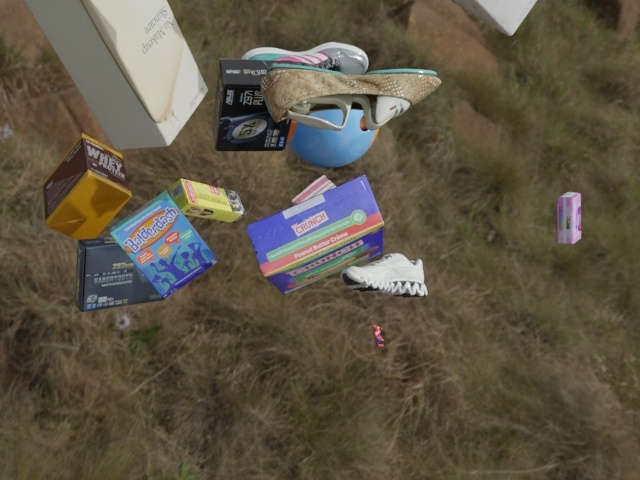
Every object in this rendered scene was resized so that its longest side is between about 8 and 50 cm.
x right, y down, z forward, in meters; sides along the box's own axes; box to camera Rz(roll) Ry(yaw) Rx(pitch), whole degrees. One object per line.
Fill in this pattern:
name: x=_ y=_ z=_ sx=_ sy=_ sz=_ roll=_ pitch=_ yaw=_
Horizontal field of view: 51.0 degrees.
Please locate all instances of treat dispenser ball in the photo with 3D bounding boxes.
treat dispenser ball: x=0.026 y=-0.349 z=1.880 sx=0.288 sy=0.288 sz=0.288 roll=16 pitch=50 yaw=-20

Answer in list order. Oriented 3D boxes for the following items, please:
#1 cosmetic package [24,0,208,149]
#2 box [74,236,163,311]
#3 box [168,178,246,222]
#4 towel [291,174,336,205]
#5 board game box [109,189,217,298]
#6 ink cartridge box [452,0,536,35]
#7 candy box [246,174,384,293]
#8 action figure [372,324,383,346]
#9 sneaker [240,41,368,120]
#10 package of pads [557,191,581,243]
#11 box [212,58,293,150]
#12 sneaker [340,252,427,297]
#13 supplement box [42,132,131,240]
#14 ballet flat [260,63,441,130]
cosmetic package: x=-0.298 y=-0.303 z=0.983 sx=0.113 sy=0.309 sz=0.160 roll=0 pitch=47 yaw=25
box: x=-0.513 y=0.079 z=1.745 sx=0.233 sy=0.183 sz=0.059 roll=-6 pitch=26 yaw=-38
box: x=-0.319 y=-0.110 z=1.912 sx=0.232 sy=0.058 sz=0.087 roll=11 pitch=51 yaw=-53
towel: x=0.022 y=-0.099 z=2.094 sx=0.144 sy=0.029 sz=0.197 roll=-39 pitch=73 yaw=-20
board game box: x=-0.368 y=0.011 z=1.586 sx=0.210 sy=0.160 sz=0.047 roll=56 pitch=-4 yaw=-25
ink cartridge box: x=0.184 y=-0.463 z=1.011 sx=0.353 sy=0.119 sz=0.207 roll=13 pitch=28 yaw=-52
candy box: x=0.000 y=0.000 z=1.480 sx=0.268 sy=0.317 sz=0.122 roll=-23 pitch=76 yaw=0
action figure: x=0.151 y=0.246 z=1.755 sx=0.030 sy=0.115 sz=0.038 roll=-9 pitch=63 yaw=7
sneaker: x=-0.017 y=-0.350 z=1.473 sx=0.296 sy=0.123 sz=0.178 roll=-8 pitch=48 yaw=-14
package of pads: x=0.424 y=-0.039 z=1.144 sx=0.050 sy=0.032 sz=0.083 roll=-20 pitch=109 yaw=-50
box: x=-0.133 y=-0.266 z=1.337 sx=0.147 sy=0.180 sz=0.077 roll=-2 pitch=54 yaw=-17
sneaker: x=0.176 y=0.090 z=1.865 sx=0.292 sy=0.110 sz=0.118 roll=10 pitch=81 yaw=-37
supplement box: x=-0.618 y=-0.136 z=1.766 sx=0.129 sy=0.191 sz=0.194 roll=30 pitch=22 yaw=-41
ballet flat: x=0.036 y=-0.155 z=0.749 sx=0.206 sy=0.073 sz=0.067 roll=-2 pitch=83 yaw=-9
